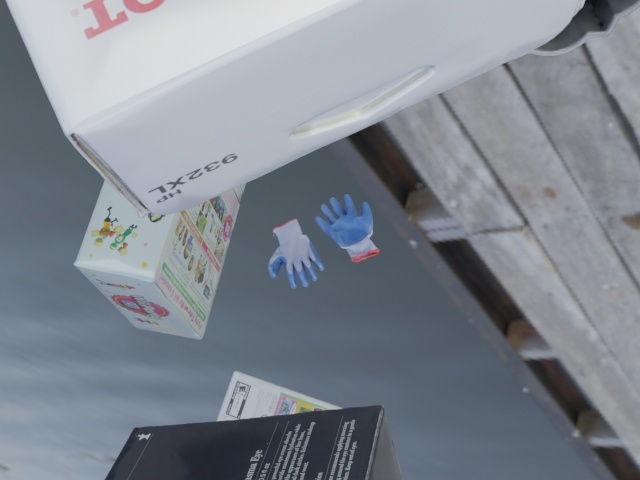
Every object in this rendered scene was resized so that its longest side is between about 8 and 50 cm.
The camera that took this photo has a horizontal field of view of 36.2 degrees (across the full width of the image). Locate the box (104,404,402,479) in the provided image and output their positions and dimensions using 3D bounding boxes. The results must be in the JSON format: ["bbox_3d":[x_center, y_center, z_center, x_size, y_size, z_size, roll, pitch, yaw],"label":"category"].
[{"bbox_3d":[-0.087,0.351,1.016,0.312,0.343,0.179,-7,115,16],"label":"box"}]

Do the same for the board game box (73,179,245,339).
[{"bbox_3d":[-0.164,-0.063,1.150,0.097,0.303,0.224,9,159,11],"label":"board game box"}]

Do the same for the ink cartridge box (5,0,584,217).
[{"bbox_3d":[-0.047,-0.199,0.417,0.223,0.307,0.129,-25,167,-2],"label":"ink cartridge box"}]

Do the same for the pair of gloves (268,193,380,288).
[{"bbox_3d":[0.000,0.000,1.628,0.198,0.159,0.023,-23,134,-1],"label":"pair of gloves"}]

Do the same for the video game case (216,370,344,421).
[{"bbox_3d":[-0.079,0.332,1.510,0.193,0.212,0.023,17,172,12],"label":"video game case"}]

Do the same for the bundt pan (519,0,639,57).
[{"bbox_3d":[0.268,-0.403,1.233,0.331,0.124,0.331,0,127,0],"label":"bundt pan"}]
